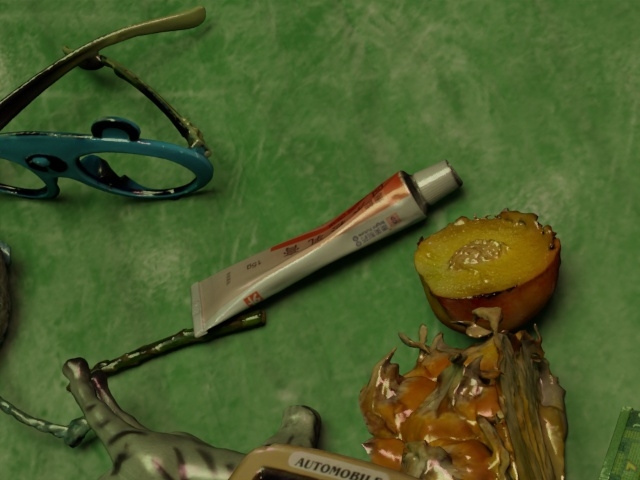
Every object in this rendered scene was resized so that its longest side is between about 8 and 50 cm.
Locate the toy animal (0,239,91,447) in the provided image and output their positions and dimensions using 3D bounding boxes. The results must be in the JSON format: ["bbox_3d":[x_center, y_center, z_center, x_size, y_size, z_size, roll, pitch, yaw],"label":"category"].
[{"bbox_3d":[-0.248,0.067,1.202,0.079,0.070,0.253,-56,48,23],"label":"toy animal"}]

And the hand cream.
[{"bbox_3d":[0.001,0.001,1.142,0.216,0.052,0.038,-27,94,10],"label":"hand cream"}]

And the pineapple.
[{"bbox_3d":[0.089,0.142,0.941,0.114,0.186,0.236,-23,9,16],"label":"pineapple"}]

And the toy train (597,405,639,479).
[{"bbox_3d":[0.195,0.141,0.955,0.056,0.038,0.093,6,64,37],"label":"toy train"}]

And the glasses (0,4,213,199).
[{"bbox_3d":[-0.167,-0.098,1.275,0.239,0.102,0.207,2,34,29],"label":"glasses"}]

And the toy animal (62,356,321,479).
[{"bbox_3d":[-0.130,0.153,1.072,0.255,0.090,0.170,-31,62,10],"label":"toy animal"}]

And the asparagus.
[{"bbox_3d":[-0.114,0.078,1.161,0.162,0.016,0.016,-20,72,13],"label":"asparagus"}]

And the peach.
[{"bbox_3d":[0.111,0.025,1.054,0.098,0.061,0.098,-11,35,8],"label":"peach"}]

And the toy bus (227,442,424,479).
[{"bbox_3d":[0.026,0.239,0.823,0.139,0.289,0.157,10,53,33],"label":"toy bus"}]
